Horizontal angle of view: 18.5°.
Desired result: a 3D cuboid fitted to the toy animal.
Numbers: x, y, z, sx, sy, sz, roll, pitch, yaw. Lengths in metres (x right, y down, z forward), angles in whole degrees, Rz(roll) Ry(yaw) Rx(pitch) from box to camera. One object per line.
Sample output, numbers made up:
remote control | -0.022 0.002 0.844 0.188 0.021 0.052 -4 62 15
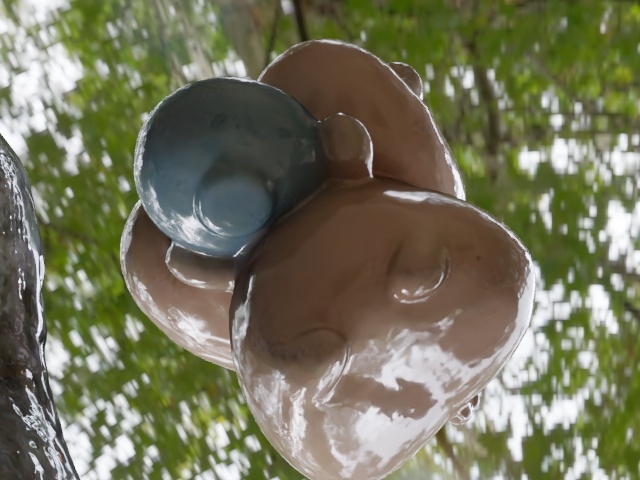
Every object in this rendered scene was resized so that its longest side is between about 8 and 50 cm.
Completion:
toy animal | 0.013 0.013 1.098 0.210 0.229 0.221 -44 -106 4

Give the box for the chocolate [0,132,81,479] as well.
chocolate | -0.131 0.056 0.630 0.110 0.110 0.248 -15 -117 0
